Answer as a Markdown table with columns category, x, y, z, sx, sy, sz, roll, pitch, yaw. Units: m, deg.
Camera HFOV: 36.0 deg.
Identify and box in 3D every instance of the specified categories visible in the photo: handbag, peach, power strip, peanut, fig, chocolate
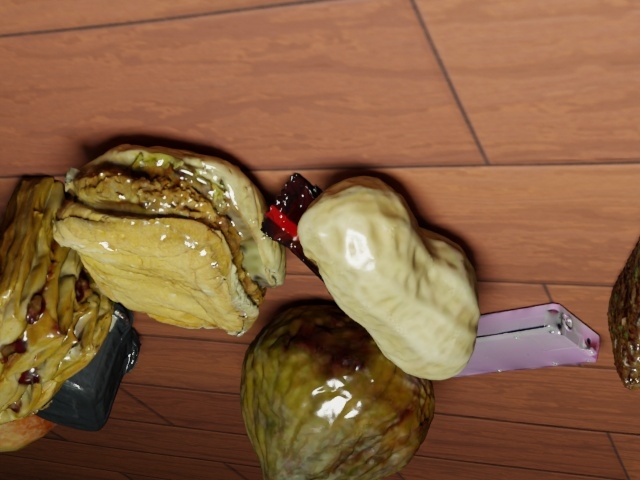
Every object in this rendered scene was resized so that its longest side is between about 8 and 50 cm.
| category | x | y | z | sx | sy | sz | roll | pitch | yaw |
| --- | --- | --- | --- | --- | --- | --- | --- | --- | --- |
| handbag | -0.405 | 0.190 | 1.622 | 0.181 | 0.181 | 0.254 | 16 | 151 | 2 |
| peach | -0.597 | 0.295 | 1.893 | 0.256 | 0.232 | 0.232 | 14 | 155 | -16 |
| power strip | 0.240 | 0.140 | 1.332 | 0.109 | 0.038 | 0.279 | 34 | 148 | -32 |
| peanut | 0.088 | 0.041 | 1.116 | 0.152 | 0.152 | 0.313 | -7 | 139 | 38 |
| fig | -0.010 | 0.287 | 1.379 | 0.286 | 0.369 | 0.286 | 24 | 167 | 6 |
| chocolate | 0.000 | 0.000 | 1.156 | 0.028 | 0.086 | 0.182 | 21 | 166 | 43 |

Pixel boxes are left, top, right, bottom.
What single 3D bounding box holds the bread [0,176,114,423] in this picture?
| category | x | y | z | sx | sy | sz | roll | pitch | yaw |
| --- | --- | --- | --- | --- | --- | --- | --- | --- | --- |
| bread | -0.380 | 0.101 | 1.312 | 0.167 | 0.278 | 0.324 | 19 | 136 | -21 |

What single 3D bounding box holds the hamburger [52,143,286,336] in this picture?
| category | x | y | z | sx | sy | sz | roll | pitch | yaw |
| --- | --- | --- | --- | --- | --- | --- | --- | --- | --- |
| hamburger | -0.172 | -0.003 | 1.172 | 0.259 | 0.145 | 0.283 | 14 | 158 | 13 |

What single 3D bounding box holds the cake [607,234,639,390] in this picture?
| category | x | y | z | sx | sy | sz | roll | pitch | yaw |
| --- | --- | --- | --- | --- | --- | --- | --- | --- | --- |
| cake | 0.380 | 0.035 | 1.054 | 0.112 | 0.135 | 0.246 | 1 | 122 | 4 |
